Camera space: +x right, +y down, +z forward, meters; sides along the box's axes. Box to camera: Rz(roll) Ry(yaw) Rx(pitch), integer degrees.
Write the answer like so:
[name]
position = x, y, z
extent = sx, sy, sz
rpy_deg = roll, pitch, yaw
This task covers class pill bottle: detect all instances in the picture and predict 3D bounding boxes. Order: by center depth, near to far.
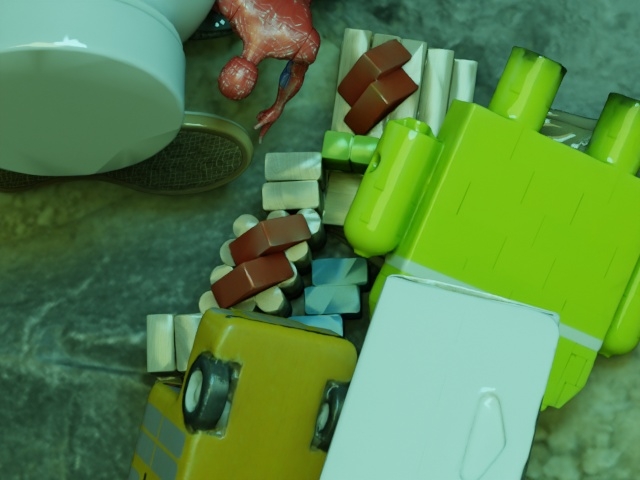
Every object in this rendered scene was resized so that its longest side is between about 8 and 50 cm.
[pill bottle]
position = -0.182, -0.262, 1.278
extent = 0.229, 0.229, 0.407
rpy_deg = -4, 64, 3

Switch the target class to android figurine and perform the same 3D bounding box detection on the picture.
[android figurine]
position = 0.136, 0.010, 1.303
extent = 0.248, 0.056, 0.273
rpy_deg = 20, 94, -19

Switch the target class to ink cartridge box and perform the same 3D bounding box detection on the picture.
[ink cartridge box]
position = 0.064, 0.183, 1.186
extent = 0.117, 0.283, 0.207
rpy_deg = 14, 57, 8

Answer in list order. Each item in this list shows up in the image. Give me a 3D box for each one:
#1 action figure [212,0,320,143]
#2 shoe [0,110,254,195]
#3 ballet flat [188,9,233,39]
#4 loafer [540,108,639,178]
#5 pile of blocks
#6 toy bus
[action figure]
position = -0.023, -0.190, 1.361
extent = 0.091, 0.139, 0.280
rpy_deg = 32, 54, -8
[shoe]
position = -0.155, -0.077, 1.370
extent = 0.219, 0.076, 0.058
rpy_deg = -1, 46, 12
[ballet flat]
position = -0.173, -0.200, 1.410
extent = 0.250, 0.058, 0.084
rpy_deg = 11, 64, 0
[loafer]
position = 0.185, -0.066, 1.360
extent = 0.148, 0.056, 0.050
rpy_deg = 4, 76, 4
[pile of blocks]
position = 0.000, 0.000, 1.333
extent = 0.149, 0.112, 0.362
rpy_deg = 32, 85, 8
[toy bus]
position = -0.077, 0.210, 1.257
extent = 0.108, 0.130, 0.332
rpy_deg = 12, 94, -23
